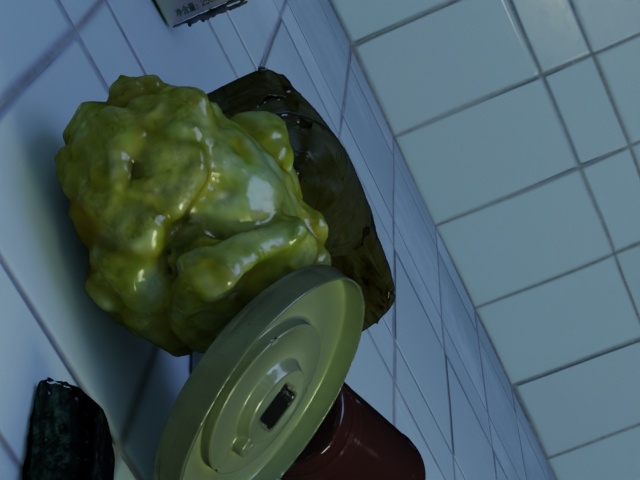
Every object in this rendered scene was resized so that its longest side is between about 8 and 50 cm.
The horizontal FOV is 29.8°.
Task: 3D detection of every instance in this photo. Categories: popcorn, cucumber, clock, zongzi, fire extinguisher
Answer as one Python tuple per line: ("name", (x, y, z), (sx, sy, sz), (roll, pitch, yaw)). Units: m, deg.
("popcorn", (-0.102, -0.018, 0.976), (0.256, 0.195, 0.255), (45, 13, -13))
("cucumber", (-0.156, 0.181, 0.749), (0.220, 0.046, 0.070), (-96, 167, -53))
("clock", (-0.041, 0.126, 0.946), (0.029, 0.235, 0.235), (32, -2, 24))
("zongzi", (0.000, 0.000, 1.264), (0.323, 0.160, 0.360), (58, -4, -22))
("fire extinguisher", (0.026, 0.225, 1.264), (0.135, 0.114, 0.337), (34, -8, 34))

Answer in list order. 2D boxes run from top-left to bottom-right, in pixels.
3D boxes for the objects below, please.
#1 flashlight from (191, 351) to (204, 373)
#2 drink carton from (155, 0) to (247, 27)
("flashlight", (-0.110, 0.097, 1.122), (0.018, 0.018, 0.083), (56, 17, -37))
("drink carton", (-0.167, -0.403, 1.420), (0.108, 0.161, 0.271), (-91, 157, -60))
